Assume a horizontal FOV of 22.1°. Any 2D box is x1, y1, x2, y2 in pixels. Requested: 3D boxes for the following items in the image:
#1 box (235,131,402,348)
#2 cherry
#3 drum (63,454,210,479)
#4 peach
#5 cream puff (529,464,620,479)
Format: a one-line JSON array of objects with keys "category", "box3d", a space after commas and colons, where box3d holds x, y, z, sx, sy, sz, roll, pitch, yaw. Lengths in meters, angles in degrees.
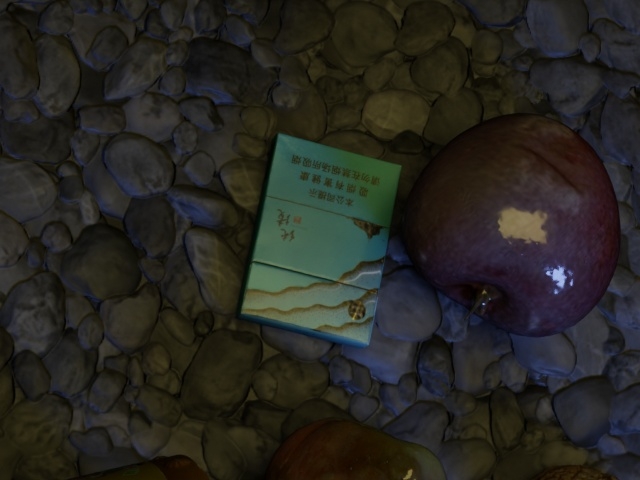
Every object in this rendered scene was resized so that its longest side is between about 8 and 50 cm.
[{"category": "box", "box3d": [0.000, 0.000, 1.953, 0.162, 0.041, 0.229, 15, 74, -11]}, {"category": "cherry", "box3d": [0.235, -0.024, 1.934, 0.261, 0.221, 0.307, 31, 54, -9]}, {"category": "drum", "box3d": [-0.191, 0.430, 1.612, 0.214, 0.431, 0.431, -12, 81, -18]}, {"category": "peach", "box3d": [0.035, 0.318, 1.806, 0.214, 0.214, 0.235, 12, 81, -12]}, {"category": "cream puff", "box3d": [0.321, 0.342, 1.894, 0.183, 0.169, 0.183, 4, 75, -14]}]
